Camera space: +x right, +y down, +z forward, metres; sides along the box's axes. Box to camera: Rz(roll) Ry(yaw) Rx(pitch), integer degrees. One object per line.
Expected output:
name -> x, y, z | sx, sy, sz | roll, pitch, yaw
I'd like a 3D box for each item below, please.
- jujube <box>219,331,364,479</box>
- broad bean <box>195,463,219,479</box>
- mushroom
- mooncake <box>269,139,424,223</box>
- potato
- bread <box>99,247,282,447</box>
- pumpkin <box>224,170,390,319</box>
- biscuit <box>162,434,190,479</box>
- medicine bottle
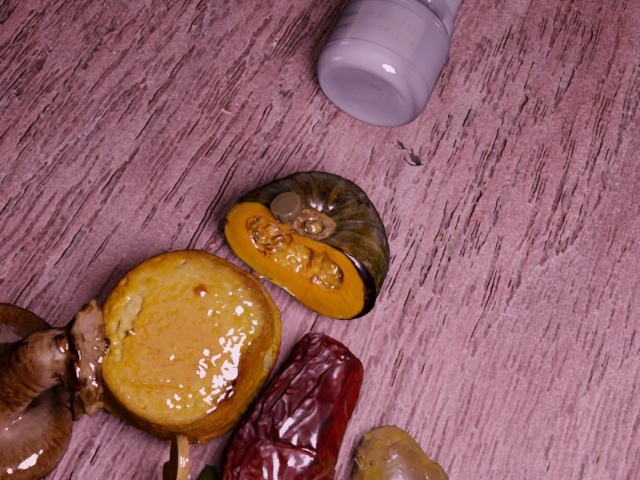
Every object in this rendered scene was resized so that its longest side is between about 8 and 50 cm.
jujube -> -0.043, 0.332, 1.372 | 0.216, 0.216, 0.342 | 24, 72, 1
broad bean -> -0.209, 0.499, 1.331 | 0.065, 0.046, 0.254 | -21, 38, 13
mushroom -> -0.543, 0.264, 1.264 | 0.334, 0.356, 0.331 | 3, 84, -28
mooncake -> 0.057, -0.119, 1.417 | 0.346, 0.057, 0.150 | -10, 53, -20
potato -> 0.149, 0.481, 1.381 | 0.191, 0.141, 0.296 | -16, 73, -14
bread -> -0.240, 0.179, 1.394 | 0.337, 0.204, 0.358 | 27, 70, -3
pumpkin -> 0.000, 0.000, 1.496 | 0.325, 0.242, 0.232 | 35, 43, 9
biscuit -> -0.246, 0.441, 1.300 | 0.035, 0.158, 0.240 | 6, 108, -23
medicine bottle -> 0.151, -0.420, 1.600 | 0.245, 0.245, 0.306 | 25, 72, 1
